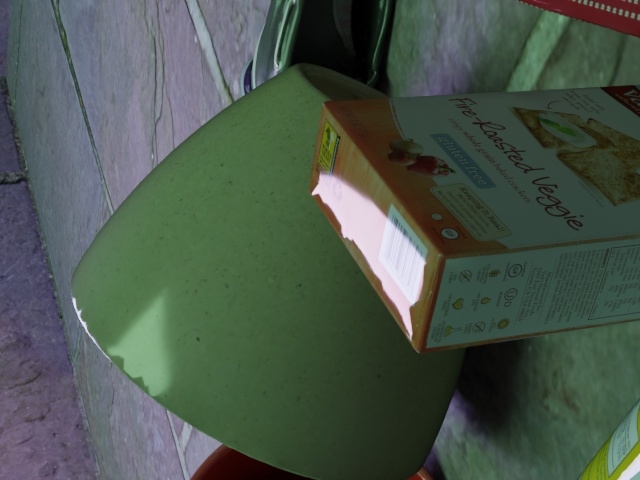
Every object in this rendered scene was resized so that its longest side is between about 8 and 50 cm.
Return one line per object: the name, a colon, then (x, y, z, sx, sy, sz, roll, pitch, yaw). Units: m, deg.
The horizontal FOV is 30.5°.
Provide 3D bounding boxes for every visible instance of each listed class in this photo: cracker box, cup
cracker box: (0.129, -0.022, 0.664, 0.156, 0.232, 0.067, -124, 36, -48)
cup: (0.000, 0.000, 0.947, 0.237, 0.331, 0.331, -61, 34, 16)

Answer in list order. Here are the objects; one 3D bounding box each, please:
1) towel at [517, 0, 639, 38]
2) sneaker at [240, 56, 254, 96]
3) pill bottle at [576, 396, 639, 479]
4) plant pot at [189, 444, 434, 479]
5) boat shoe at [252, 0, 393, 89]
towel: (0.183, -0.270, 0.712, 0.199, 0.031, 0.275, 34, 129, 51)
sneaker: (-0.033, -0.118, 1.231, 0.098, 0.083, 0.224, -49, 51, 55)
pill bottle: (0.217, 0.134, 0.646, 0.208, 0.119, 0.119, 110, 146, -47)
plant pot: (-0.019, 0.329, 1.122, 0.243, 0.275, 0.275, 107, 149, -64)
boat shoe: (0.007, -0.197, 1.071, 0.095, 0.112, 0.335, -131, 44, -61)
